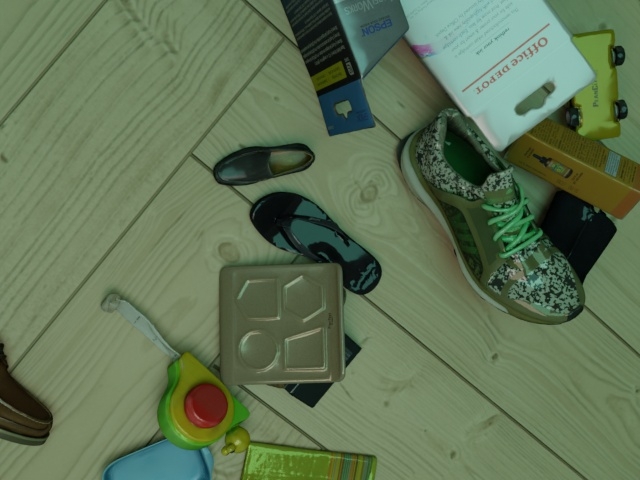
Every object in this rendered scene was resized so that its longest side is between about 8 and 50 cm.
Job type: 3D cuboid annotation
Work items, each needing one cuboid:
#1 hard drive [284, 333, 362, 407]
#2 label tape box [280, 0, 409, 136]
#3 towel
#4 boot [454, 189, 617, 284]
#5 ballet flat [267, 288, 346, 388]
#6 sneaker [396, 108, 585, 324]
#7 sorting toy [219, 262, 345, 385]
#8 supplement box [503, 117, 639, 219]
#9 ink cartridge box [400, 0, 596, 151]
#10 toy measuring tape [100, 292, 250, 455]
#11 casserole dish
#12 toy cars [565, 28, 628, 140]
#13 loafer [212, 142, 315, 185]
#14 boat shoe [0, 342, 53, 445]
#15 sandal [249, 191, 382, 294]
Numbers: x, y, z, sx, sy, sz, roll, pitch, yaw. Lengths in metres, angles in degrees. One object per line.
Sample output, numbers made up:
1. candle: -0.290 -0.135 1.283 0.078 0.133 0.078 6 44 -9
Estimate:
1. hard drive: 0.006 0.215 1.303 0.135 0.022 0.094 -50 145 -5
2. label tape box: 0.032 -0.340 1.182 0.105 0.240 0.334 -23 100 -12
3. towel: -0.020 0.412 1.344 0.237 0.021 0.102 11 88 -14
4. boot: 0.382 -0.004 1.369 0.246 0.094 0.207 29 78 -2
5. ballet flat: -0.020 0.167 1.308 0.206 0.073 0.067 -47 130 -3
6. sneaker: 0.275 -0.042 1.228 0.158 0.182 0.410 -36 78 -12
7. sorting toy: -0.063 0.136 1.259 0.208 0.038 0.193 -3 80 8
8. supplement box: 0.442 -0.132 1.334 0.233 0.078 0.080 27 52 2
9. ink cartridge box: 0.252 -0.341 1.241 0.207 0.119 0.353 -37 95 11
10. toy measuring tape: -0.244 0.230 1.219 0.330 0.121 0.121 44 84 -6
11. casserole dish: -0.269 0.387 1.273 0.188 0.037 0.114 -21 99 -12
12. toy cars: 0.394 -0.338 1.348 0.393 0.087 0.176 40 97 -9
13. loafer: -0.091 -0.127 1.260 0.170 0.061 0.062 -16 99 -11
14. boat shoe: -0.523 0.193 1.159 0.307 0.110 0.104 36 87 -13
15. sandal: 0.001 0.000 1.296 0.254 0.054 0.097 32 87 -14
